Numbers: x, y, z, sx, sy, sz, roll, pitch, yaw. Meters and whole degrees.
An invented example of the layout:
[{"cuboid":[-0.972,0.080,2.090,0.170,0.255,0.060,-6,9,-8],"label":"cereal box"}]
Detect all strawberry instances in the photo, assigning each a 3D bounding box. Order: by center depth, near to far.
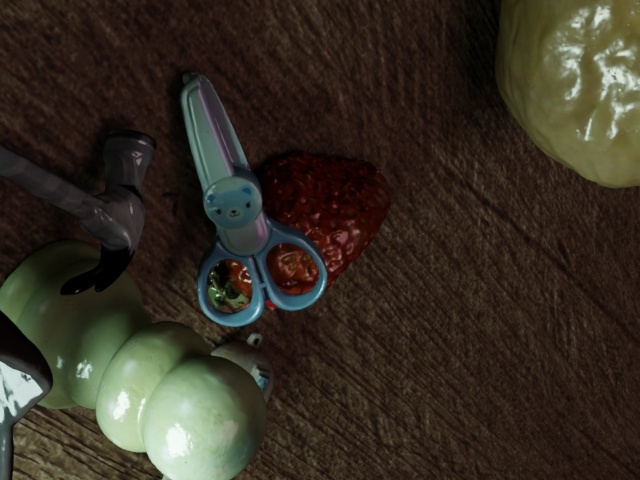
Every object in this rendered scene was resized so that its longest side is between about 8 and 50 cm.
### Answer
[{"cuboid":[-0.001,-0.005,1.464,0.236,0.107,0.175,-47,143,-19],"label":"strawberry"}]

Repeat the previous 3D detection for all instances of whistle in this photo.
[{"cuboid":[-0.113,0.193,1.516,0.220,0.057,0.107,-60,148,3],"label":"whistle"}]

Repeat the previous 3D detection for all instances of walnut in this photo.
[{"cuboid":[0.367,-0.235,1.592,0.384,0.384,0.383,-33,138,-35],"label":"walnut"}]

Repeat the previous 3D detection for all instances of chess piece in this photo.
[{"cuboid":[-0.151,0.116,1.224,0.144,0.251,0.144,-34,139,-35],"label":"chess piece"}]

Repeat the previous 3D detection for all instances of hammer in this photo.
[{"cuboid":[-0.270,-0.086,1.084,0.427,0.044,0.152,35,58,-50],"label":"hammer"}]

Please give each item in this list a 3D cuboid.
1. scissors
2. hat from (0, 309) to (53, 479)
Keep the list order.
[{"cuboid":[-0.079,-0.037,1.339,0.125,0.030,0.256,-15,118,4],"label":"scissors"},{"cuboid":[-0.340,0.103,1.082,0.238,0.209,0.336,-10,144,-26],"label":"hat"}]
